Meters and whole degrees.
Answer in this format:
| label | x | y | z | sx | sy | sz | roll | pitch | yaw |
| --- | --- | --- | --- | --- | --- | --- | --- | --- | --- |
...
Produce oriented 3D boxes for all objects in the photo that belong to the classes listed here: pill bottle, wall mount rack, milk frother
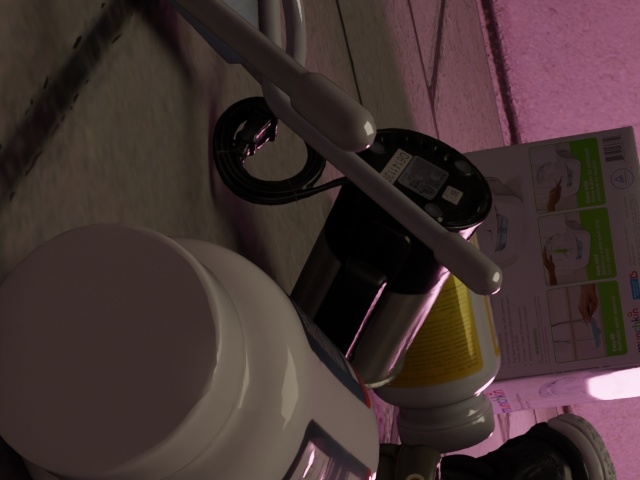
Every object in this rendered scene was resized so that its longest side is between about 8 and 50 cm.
| label | x | y | z | sx | sy | sz | roll | pitch | yaw |
| --- | --- | --- | --- | --- | --- | --- | --- | --- | --- |
| pill bottle | -0.048 | 0.059 | 0.577 | 0.180 | 0.108 | 0.108 | 53 | 29 | -67 |
| pill bottle | 0.079 | 0.062 | 1.223 | 0.103 | 0.103 | 0.184 | -62 | 142 | -72 |
| wall mount rack | -0.019 | -0.134 | 0.755 | 0.350 | 0.130 | 0.304 | 40 | 41 | -63 |
| milk frother | 0.000 | 0.000 | 0.929 | 0.129 | 0.143 | 0.135 | -27 | 151 | -48 |

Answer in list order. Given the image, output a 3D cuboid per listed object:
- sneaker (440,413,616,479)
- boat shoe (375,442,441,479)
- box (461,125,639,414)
| label | x | y | z | sx | sy | sz | roll | pitch | yaw |
| --- | --- | --- | --- | --- | --- | --- | --- | --- | --- |
| sneaker | 0.103 | 0.219 | 1.239 | 0.101 | 0.153 | 0.268 | 67 | -30 | 21 |
| boat shoe | 0.041 | 0.263 | 0.892 | 0.109 | 0.091 | 0.305 | 33 | 49 | -75 |
| box | 0.235 | 0.035 | 1.702 | 0.127 | 0.231 | 0.262 | 57 | 26 | -64 |
